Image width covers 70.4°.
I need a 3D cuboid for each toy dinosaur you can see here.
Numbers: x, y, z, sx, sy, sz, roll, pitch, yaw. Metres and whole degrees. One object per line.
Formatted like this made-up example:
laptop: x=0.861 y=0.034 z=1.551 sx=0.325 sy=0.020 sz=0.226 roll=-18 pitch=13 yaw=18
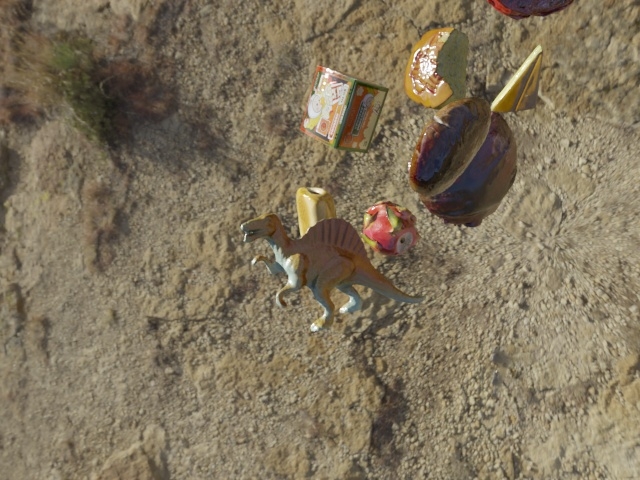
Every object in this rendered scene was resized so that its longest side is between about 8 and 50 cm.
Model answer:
toy dinosaur: x=0.017 y=0.027 z=0.550 sx=0.212 sy=0.057 sz=0.142 roll=-10 pitch=98 yaw=-17

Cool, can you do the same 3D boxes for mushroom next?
mushroom: x=0.147 y=-0.103 z=0.512 sx=0.052 sy=0.123 sz=0.123 roll=40 pitch=107 yaw=19

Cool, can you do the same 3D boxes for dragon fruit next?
dragon fruit: x=0.509 y=-0.666 z=1.179 sx=0.316 sy=0.205 sz=0.152 roll=14 pitch=121 yaw=-9
dragon fruit: x=0.264 y=-0.052 z=1.767 sx=0.227 sy=0.224 sz=0.224 roll=40 pitch=107 yaw=33

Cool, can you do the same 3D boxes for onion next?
onion: x=0.421 y=-0.176 z=1.191 sx=0.314 sy=0.146 sz=0.280 roll=-40 pitch=109 yaw=-5

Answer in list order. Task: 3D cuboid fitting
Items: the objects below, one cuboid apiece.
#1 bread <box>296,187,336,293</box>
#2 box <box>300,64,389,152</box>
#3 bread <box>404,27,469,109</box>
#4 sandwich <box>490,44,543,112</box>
bread: x=0.000 y=0.000 z=1.270 sx=0.142 sy=0.091 sz=0.305 roll=26 pitch=126 yaw=53
box: x=0.062 y=-0.378 z=1.310 sx=0.177 sy=0.148 sz=0.195 roll=40 pitch=120 yaw=41
bread: x=0.226 y=-0.328 z=0.892 sx=0.125 sy=0.086 sz=0.156 roll=-3 pitch=85 yaw=56
sandwich: x=0.618 y=-0.511 z=1.439 sx=0.144 sy=0.117 sz=0.187 roll=4 pitch=123 yaw=20
